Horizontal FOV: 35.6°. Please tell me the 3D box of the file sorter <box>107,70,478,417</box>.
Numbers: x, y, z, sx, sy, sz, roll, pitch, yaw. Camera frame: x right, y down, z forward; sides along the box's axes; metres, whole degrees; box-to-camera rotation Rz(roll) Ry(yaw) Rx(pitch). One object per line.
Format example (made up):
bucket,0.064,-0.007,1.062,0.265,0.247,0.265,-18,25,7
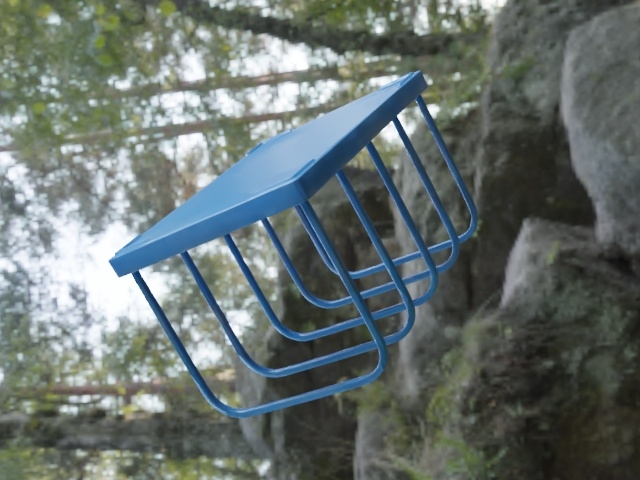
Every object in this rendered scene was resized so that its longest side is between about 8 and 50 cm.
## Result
file sorter,0.000,0.000,0.527,0.104,0.118,0.170,61,-147,-11
